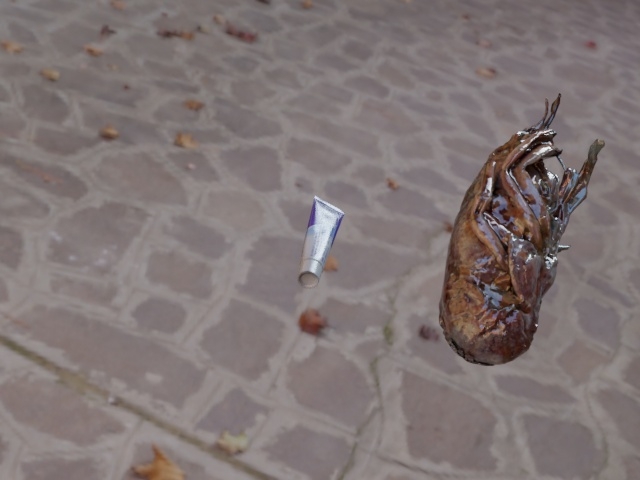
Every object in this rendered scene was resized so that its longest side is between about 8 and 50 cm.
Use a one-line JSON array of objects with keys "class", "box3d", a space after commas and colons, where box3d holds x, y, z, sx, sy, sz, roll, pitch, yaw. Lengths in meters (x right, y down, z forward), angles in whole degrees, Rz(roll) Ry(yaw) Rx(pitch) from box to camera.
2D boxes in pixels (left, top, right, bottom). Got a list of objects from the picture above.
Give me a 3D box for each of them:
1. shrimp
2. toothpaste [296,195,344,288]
[{"class": "shrimp", "box3d": [0.121, -0.013, 0.636, 0.073, 0.075, 0.190, 17, 60, 9]}, {"class": "toothpaste", "box3d": [0.000, 0.000, 0.679, 0.024, 0.015, 0.083, 28, 38, -11]}]
